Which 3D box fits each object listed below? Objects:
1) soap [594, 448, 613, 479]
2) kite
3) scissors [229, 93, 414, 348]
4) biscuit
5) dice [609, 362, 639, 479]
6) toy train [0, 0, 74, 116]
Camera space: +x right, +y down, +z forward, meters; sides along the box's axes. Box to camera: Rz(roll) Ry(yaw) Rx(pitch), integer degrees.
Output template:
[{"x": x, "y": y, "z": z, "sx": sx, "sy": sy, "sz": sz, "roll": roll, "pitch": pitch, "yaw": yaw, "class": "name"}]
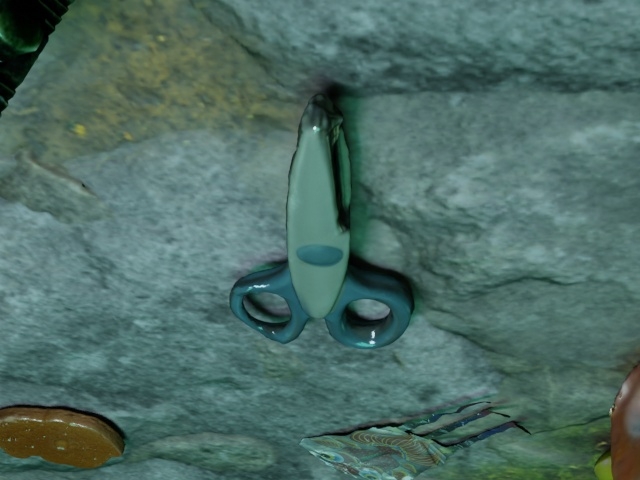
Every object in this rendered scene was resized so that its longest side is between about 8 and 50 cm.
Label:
[{"x": 0.296, "y": 0.215, "z": 1.045, "sx": 0.089, "sy": 0.045, "sz": 0.140, "roll": -8, "pitch": 144, "yaw": 26, "class": "soap"}, {"x": 0.092, "y": 0.184, "z": 1.072, "sx": 0.127, "sy": 0.016, "sz": 0.229, "roll": 29, "pitch": 143, "yaw": -33, "class": "kite"}, {"x": 0.000, "y": 0.000, "z": 0.795, "sx": 0.138, "sy": 0.041, "sz": 0.289, "roll": 4, "pitch": 149, "yaw": 3, "class": "scissors"}, {"x": -0.253, "y": 0.188, "z": 1.134, "sx": 0.130, "sy": 0.019, "sz": 0.102, "roll": 6, "pitch": 145, "yaw": 4, "class": "biscuit"}, {"x": 0.329, "y": 0.162, "z": 0.853, "sx": 0.174, "sy": 0.175, "sz": 0.179, "roll": 24, "pitch": 139, "yaw": -22, "class": "dice"}, {"x": -0.300, "y": -0.115, "z": 0.617, "sx": 0.330, "sy": 0.138, "sz": 0.178, "roll": -8, "pitch": 133, "yaw": 26, "class": "toy train"}]
